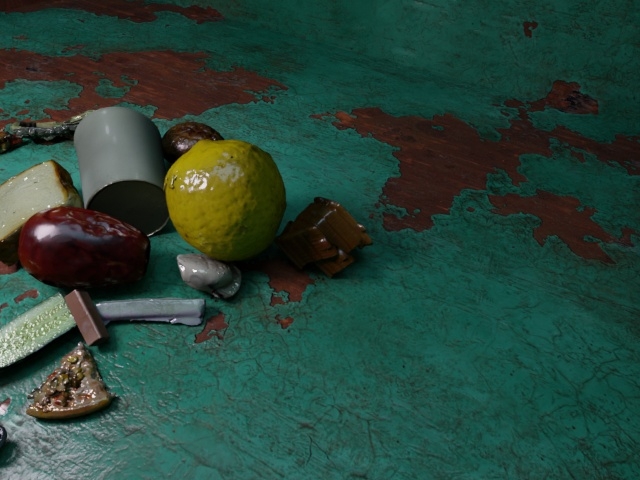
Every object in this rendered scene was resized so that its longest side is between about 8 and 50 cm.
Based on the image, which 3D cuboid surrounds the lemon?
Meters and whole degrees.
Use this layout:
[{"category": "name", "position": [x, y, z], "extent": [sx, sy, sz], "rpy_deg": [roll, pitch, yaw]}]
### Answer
[{"category": "lemon", "position": [-0.265, -0.108, 1.293], "extent": [0.350, 0.387, 0.350], "rpy_deg": [-14, 21, 6]}]

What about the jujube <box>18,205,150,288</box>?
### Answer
[{"category": "jujube", "position": [-0.640, 0.027, 1.222], "extent": [0.318, 0.223, 0.223], "rpy_deg": [9, 42, -15]}]

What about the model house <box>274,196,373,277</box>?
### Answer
[{"category": "model house", "position": [0.001, -0.001, 1.378], "extent": [0.229, 0.199, 0.219], "rpy_deg": [-41, 16, -10]}]

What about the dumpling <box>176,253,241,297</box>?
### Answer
[{"category": "dumpling", "position": [-0.316, 0.094, 1.274], "extent": [0.176, 0.092, 0.150], "rpy_deg": [13, 23, 15]}]

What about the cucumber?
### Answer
[{"category": "cucumber", "position": [-0.721, 0.243, 1.086], "extent": [0.115, 0.063, 0.244], "rpy_deg": [42, 51, 16]}]

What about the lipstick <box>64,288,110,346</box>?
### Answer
[{"category": "lipstick", "position": [-0.589, 0.194, 1.125], "extent": [0.045, 0.045, 0.145], "rpy_deg": [-35, 77, 0]}]

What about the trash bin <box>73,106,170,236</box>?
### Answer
[{"category": "trash bin", "position": [-0.643, -0.234, 1.455], "extent": [0.280, 0.280, 0.432], "rpy_deg": [-12, 49, -19]}]

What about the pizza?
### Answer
[{"category": "pizza", "position": [-0.572, 0.317, 1.038], "extent": [0.185, 0.052, 0.195], "rpy_deg": [-3, 44, -14]}]

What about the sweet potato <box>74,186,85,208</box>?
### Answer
[{"category": "sweet potato", "position": [-0.829, -0.138, 1.481], "extent": [0.067, 0.059, 0.281], "rpy_deg": [-42, 57, -15]}]

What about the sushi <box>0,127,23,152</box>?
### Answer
[{"category": "sushi", "position": [-1.230, -0.361, 1.644], "extent": [0.103, 0.097, 0.226], "rpy_deg": [42, 39, 25]}]

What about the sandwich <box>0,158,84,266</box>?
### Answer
[{"category": "sandwich", "position": [-0.871, -0.101, 1.349], "extent": [0.271, 0.099, 0.301], "rpy_deg": [-34, 49, -14]}]

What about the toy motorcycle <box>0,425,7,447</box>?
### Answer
[{"category": "toy motorcycle", "position": [-0.727, 0.458, 0.853], "extent": [0.151, 0.074, 0.228], "rpy_deg": [9, 45, 6]}]

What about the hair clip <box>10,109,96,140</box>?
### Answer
[{"category": "hair clip", "position": [-1.022, -0.438, 1.754], "extent": [0.321, 0.091, 0.138], "rpy_deg": [-17, 36, -23]}]

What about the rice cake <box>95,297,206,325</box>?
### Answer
[{"category": "rice cake", "position": [-0.454, 0.194, 1.190], "extent": [0.290, 0.051, 0.081], "rpy_deg": [-2, 78, -8]}]

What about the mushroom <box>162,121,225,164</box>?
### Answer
[{"category": "mushroom", "position": [-0.477, -0.361, 1.695], "extent": [0.253, 0.153, 0.253], "rpy_deg": [11, 33, -7]}]
